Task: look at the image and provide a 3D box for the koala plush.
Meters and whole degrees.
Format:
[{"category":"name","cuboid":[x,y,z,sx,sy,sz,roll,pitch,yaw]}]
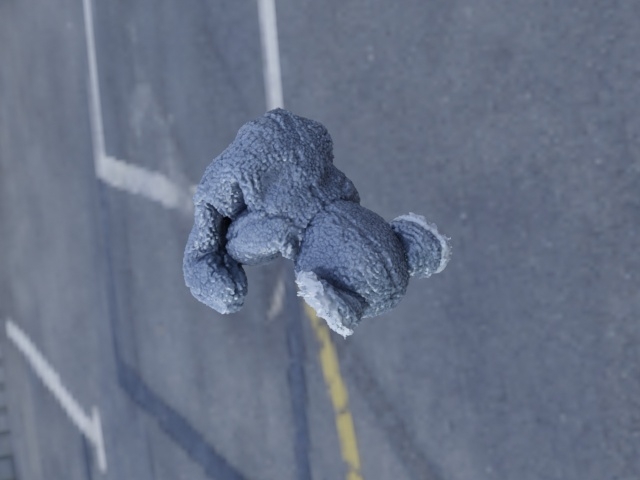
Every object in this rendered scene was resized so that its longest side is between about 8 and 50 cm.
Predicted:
[{"category":"koala plush","cuboid":[0.000,0.000,1.521,0.221,0.196,0.203,39,140,32]}]
